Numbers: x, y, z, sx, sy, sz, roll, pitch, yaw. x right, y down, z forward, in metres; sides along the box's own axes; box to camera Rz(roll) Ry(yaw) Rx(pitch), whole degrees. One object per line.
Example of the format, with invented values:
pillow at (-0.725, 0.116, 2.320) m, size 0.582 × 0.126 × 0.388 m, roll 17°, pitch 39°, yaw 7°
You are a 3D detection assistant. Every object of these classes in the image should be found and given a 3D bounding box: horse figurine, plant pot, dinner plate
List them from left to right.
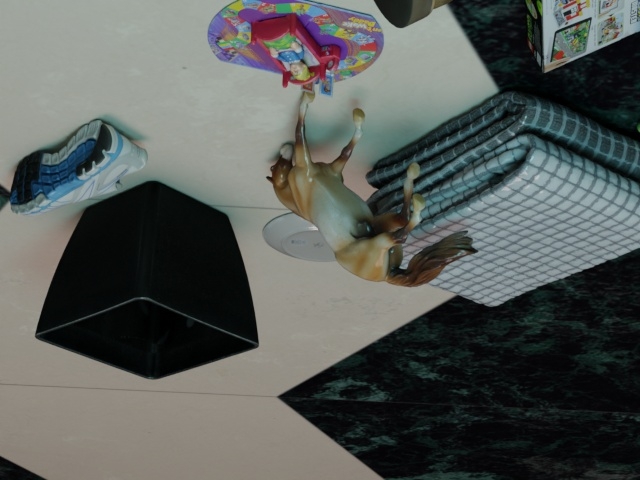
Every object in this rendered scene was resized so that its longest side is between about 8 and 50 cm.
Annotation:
plant pot at (-0.194, 0.041, 1.806) m, size 0.188 × 0.167 × 0.187 m, roll -19°, pitch 149°, yaw 38°
dinner plate at (0.000, 0.000, 1.886) m, size 0.141 × 0.017 × 0.141 m, roll 2°, pitch 154°, yaw 1°
horse figurine at (0.037, -0.036, 1.597) m, size 0.066 × 0.263 × 0.174 m, roll -26°, pitch 150°, yaw -39°

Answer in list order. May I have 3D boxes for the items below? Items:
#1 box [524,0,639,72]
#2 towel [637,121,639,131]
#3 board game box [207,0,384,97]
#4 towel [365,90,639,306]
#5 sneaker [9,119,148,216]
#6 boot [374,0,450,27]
box at (0.228, -0.227, 1.307) m, size 0.114 × 0.036 × 0.207 m, roll -24°, pitch 154°, yaw -3°
towel at (0.401, -0.138, 1.562) m, size 0.113 × 0.023 × 0.152 m, roll 12°, pitch 156°, yaw -16°
board game box at (-0.023, -0.178, 1.483) m, size 0.168 × 0.033 × 0.133 m, roll 10°, pitch 154°, yaw -19°
towel at (0.204, -0.042, 1.668) m, size 0.235 × 0.121 × 0.283 m, roll 18°, pitch 149°, yaw -35°
sneaker at (-0.263, -0.066, 1.702) m, size 0.190 × 0.071 × 0.083 m, roll -20°, pitch 153°, yaw 39°
boot at (0.105, -0.294, 1.189) m, size 0.115 × 0.112 × 0.305 m, roll -25°, pitch 155°, yaw -17°
